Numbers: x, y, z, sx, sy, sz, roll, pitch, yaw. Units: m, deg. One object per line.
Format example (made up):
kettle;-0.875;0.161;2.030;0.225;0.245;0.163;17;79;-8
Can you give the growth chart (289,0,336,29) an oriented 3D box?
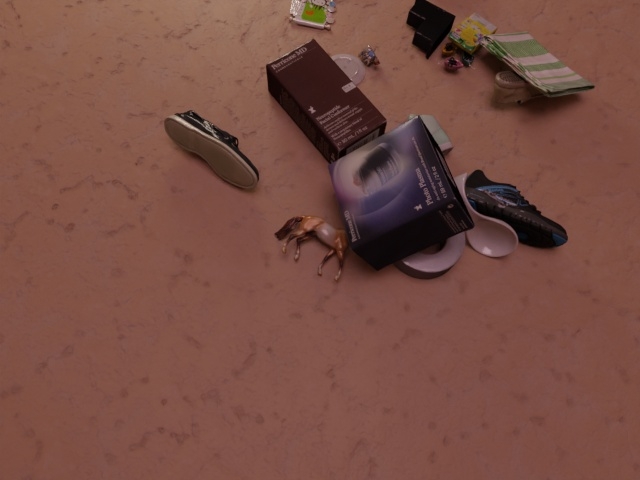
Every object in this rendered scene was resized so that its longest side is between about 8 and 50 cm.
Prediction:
growth chart;-0.027;-0.851;1.810;0.172;0.021;0.237;4;70;-2

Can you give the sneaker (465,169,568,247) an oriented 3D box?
sneaker;0.575;-0.097;1.499;0.341;0.125;0.139;28;66;6

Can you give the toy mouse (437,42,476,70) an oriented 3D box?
toy mouse;0.469;-0.612;1.729;0.143;0.031;0.161;41;63;14

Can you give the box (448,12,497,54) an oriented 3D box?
box;0.519;-0.708;1.749;0.105;0.043;0.179;41;59;12

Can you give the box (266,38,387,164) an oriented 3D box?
box;0.015;-0.427;1.592;0.191;0.143;0.381;-35;73;-14

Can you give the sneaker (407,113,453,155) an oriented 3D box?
sneaker;0.271;-0.306;1.577;0.256;0.094;0.151;-20;77;-20

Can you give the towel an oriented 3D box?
towel;0.710;-0.586;1.669;0.248;0.038;0.324;-17;56;-30

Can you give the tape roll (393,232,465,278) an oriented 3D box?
tape roll;0.303;-0.001;1.478;0.220;0.072;0.219;1;70;-3

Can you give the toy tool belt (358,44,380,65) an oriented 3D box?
toy tool belt;0.163;-0.615;1.720;0.051;0.052;0.083;-32;68;20

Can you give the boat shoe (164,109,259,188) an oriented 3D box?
boat shoe;-0.306;-0.286;1.538;0.340;0.127;0.113;31;49;12

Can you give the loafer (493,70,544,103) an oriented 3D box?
loafer;0.672;-0.504;1.674;0.269;0.092;0.101;-6;52;-22

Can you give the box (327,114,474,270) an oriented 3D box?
box;0.207;-0.123;1.374;0.294;0.183;0.296;-28;55;20

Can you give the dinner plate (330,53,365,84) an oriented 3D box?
dinner plate;0.082;-0.578;1.715;0.141;0.017;0.141;1;68;-3

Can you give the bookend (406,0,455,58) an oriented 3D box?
bookend;0.353;-0.736;1.754;0.156;0.072;0.157;33;72;11

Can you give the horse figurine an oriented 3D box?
horse figurine;0.000;0.000;1.470;0.264;0.066;0.174;28;77;5

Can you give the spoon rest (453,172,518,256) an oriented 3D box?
spoon rest;0.451;-0.056;1.437;0.276;0.137;0.084;51;46;-16
